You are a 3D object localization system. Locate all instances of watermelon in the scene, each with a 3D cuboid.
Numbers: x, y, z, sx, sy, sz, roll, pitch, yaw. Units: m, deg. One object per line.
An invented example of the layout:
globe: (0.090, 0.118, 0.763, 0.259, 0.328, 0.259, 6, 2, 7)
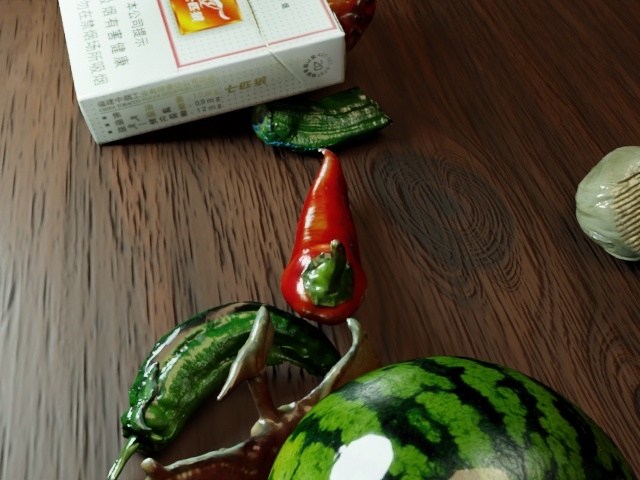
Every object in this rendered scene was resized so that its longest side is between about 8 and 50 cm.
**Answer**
watermelon: (0.090, 0.225, 0.533, 0.285, 0.285, 0.285, 12, 43, -11)

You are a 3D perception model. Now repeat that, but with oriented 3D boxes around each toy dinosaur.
toy dinosaur: (-0.057, 0.183, 0.650, 0.206, 0.113, 0.327, 48, 58, -26)

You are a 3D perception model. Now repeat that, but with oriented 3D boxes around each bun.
bun: (0.442, -0.054, 1.093, 0.173, 0.166, 0.113, 11, -1, -22)

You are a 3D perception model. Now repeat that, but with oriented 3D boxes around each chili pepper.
chili pepper: (0.007, -0.171, 1.075, 0.224, 0.061, 0.098, -11, 63, -36)
chili pepper: (0.000, 0.005, 0.825, 0.092, 0.137, 0.368, -5, 19, -2)
chili pepper: (-0.105, 0.134, 0.710, 0.279, 0.065, 0.122, -28, 81, -34)

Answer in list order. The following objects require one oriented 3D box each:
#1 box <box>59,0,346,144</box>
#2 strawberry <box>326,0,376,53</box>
box: (-0.155, -0.266, 0.987, 0.331, 0.095, 0.210, -15, 58, -9)
strawberry: (-0.028, -0.323, 1.163, 0.254, 0.150, 0.280, -17, 59, -13)
